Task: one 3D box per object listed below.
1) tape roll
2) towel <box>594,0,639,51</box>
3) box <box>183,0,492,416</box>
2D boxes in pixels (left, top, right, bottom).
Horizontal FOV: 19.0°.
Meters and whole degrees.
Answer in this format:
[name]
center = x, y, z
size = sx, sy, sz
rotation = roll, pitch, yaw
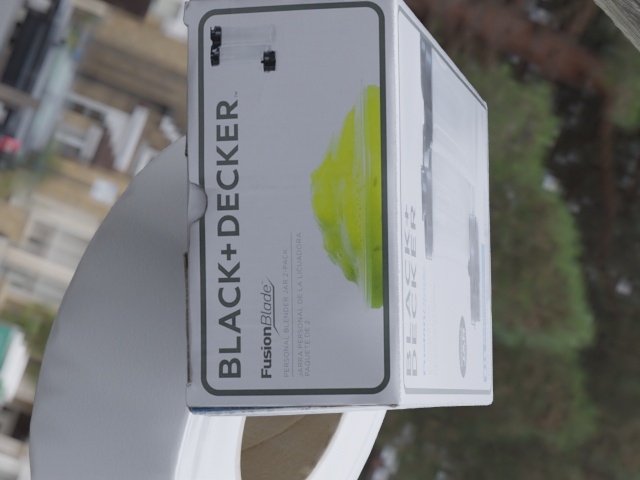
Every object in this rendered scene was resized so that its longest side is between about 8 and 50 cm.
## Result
[tape roll]
center = -0.049, 0.075, 1.138
size = 0.286, 0.100, 0.286
rotation = -44, 145, -44
[towel]
center = 0.251, -0.178, 1.380
size = 0.056, 0.324, 0.312
rotation = -46, -139, 4
[box]
center = 0.018, -0.003, 0.873
size = 0.290, 0.087, 0.169
rotation = 25, 64, -76
